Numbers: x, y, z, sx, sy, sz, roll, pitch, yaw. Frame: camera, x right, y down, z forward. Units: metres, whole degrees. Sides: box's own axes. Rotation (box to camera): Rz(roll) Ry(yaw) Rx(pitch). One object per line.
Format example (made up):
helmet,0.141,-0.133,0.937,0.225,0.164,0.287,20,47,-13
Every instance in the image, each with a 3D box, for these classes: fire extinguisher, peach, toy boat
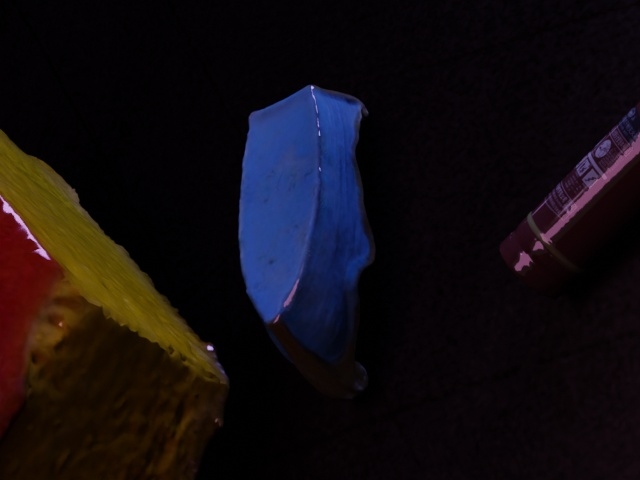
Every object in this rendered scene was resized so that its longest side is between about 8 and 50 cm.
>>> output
fire extinguisher,0.158,-0.038,0.838,0.158,0.043,0.064,-47,8,19
peach,-0.229,0.107,1.000,0.306,0.242,0.380,-49,49,12
toy boat,0.000,0.000,0.958,0.075,0.077,0.186,-25,51,34
